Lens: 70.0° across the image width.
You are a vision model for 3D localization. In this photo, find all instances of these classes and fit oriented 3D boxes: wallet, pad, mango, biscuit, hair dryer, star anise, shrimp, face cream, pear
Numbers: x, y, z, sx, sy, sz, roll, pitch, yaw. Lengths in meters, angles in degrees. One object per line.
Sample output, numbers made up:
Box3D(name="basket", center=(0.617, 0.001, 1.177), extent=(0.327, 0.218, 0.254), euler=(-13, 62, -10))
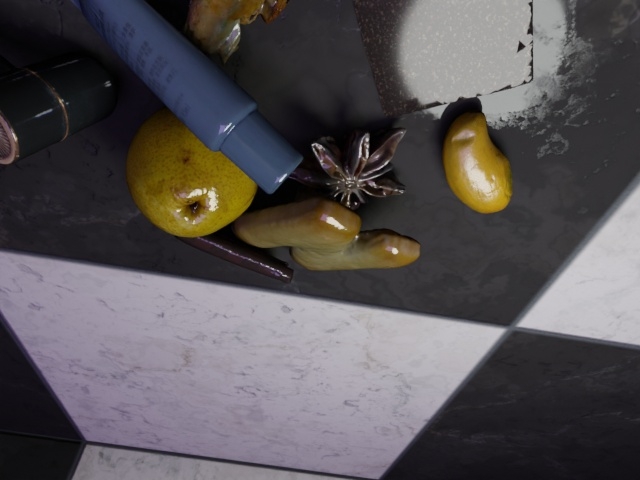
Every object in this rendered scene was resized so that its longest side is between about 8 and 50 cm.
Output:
Box3D(name="wallet", center=(-0.170, 0.018, 0.889), extent=(0.229, 0.049, 0.182), euler=(25, 174, -20))
Box3D(name="pad", center=(0.150, -0.318, 0.576), extent=(0.220, 0.004, 0.330), euler=(-10, 135, 16))
Box3D(name="mango", center=(0.250, -0.115, 0.732), extent=(0.098, 0.075, 0.190), euler=(-29, 125, 12))
Box3D(name="biscuit", center=(0.000, 0.000, 0.801), extent=(0.237, 0.062, 0.291), euler=(24, 161, -36))
Box3D(name="hair dryer", center=(-0.476, -0.272, 0.630), extent=(0.352, 0.189, 0.107), euler=(40, 133, -3))
Box3D(name="star anise", center=(0.040, -0.104, 0.757), extent=(0.209, 0.089, 0.231), euler=(14, 142, -26))
Box3D(name="shrimp", center=(-0.127, -0.269, 0.611), extent=(0.117, 0.066, 0.262), euler=(2, 161, -35))
Box3D(name="face cream", center=(-0.182, -0.214, 0.581), extent=(0.385, 0.086, 0.135), euler=(43, 159, -6))
Box3D(name="pear", center=(-0.198, -0.105, 0.706), extent=(0.209, 0.208, 0.208), euler=(3, 137, 3))

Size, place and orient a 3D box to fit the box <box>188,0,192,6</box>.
Box3D(name="box", center=(-0.185, -0.401, 0.505), extent=(0.129, 0.033, 0.247), euler=(-24, 130, 30))
